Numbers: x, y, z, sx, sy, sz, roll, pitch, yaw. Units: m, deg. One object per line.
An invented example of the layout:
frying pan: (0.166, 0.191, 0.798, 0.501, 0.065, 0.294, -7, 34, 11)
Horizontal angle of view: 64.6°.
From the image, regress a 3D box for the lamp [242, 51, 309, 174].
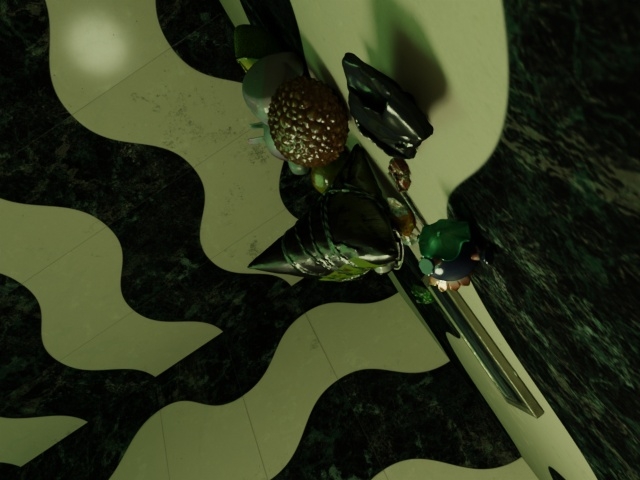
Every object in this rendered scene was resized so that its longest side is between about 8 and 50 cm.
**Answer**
lamp: (-0.110, -0.339, 1.387, 0.301, 0.247, 0.247, 51, -146, -59)

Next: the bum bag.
bum bag: (0.088, -0.172, 0.679, 0.137, 0.074, 0.310, 44, -174, 2)

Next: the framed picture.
framed picture: (0.426, 0.267, 1.402, 0.446, 0.028, 0.326, 57, -179, 14)

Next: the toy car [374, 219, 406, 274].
toy car: (0.158, -0.012, 1.533, 0.235, 0.158, 0.172, 12, 129, 28)

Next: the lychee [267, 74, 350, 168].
lychee: (-0.029, -0.262, 1.161, 0.200, 0.200, 0.238, 57, 163, 22)

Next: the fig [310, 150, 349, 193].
fig: (0.027, -0.238, 1.624, 0.151, 0.151, 0.259, 56, -175, -29)

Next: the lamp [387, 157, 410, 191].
lamp: (0.151, -0.129, 0.971, 0.063, 0.031, 0.083, 56, 176, 9)

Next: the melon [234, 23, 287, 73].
melon: (-0.150, -0.526, 1.443, 0.265, 0.129, 0.169, 41, -143, -74)

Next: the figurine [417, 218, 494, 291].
figurine: (0.220, 0.027, 0.841, 0.195, 0.111, 0.102, 47, -154, -64)

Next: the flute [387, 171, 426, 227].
flute: (0.224, -0.038, 1.105, 0.269, 0.014, 0.014, 56, -179, -5)

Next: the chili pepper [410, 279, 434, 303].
chili pepper: (0.356, 0.176, 1.720, 0.088, 0.059, 0.227, 61, 179, 6)

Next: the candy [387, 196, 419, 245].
candy: (0.202, -0.047, 1.210, 0.053, 0.046, 0.182, 37, 165, 38)

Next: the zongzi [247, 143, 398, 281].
zongzi: (0.000, 0.000, 1.314, 0.383, 0.362, 0.319, 111, 150, -54)
